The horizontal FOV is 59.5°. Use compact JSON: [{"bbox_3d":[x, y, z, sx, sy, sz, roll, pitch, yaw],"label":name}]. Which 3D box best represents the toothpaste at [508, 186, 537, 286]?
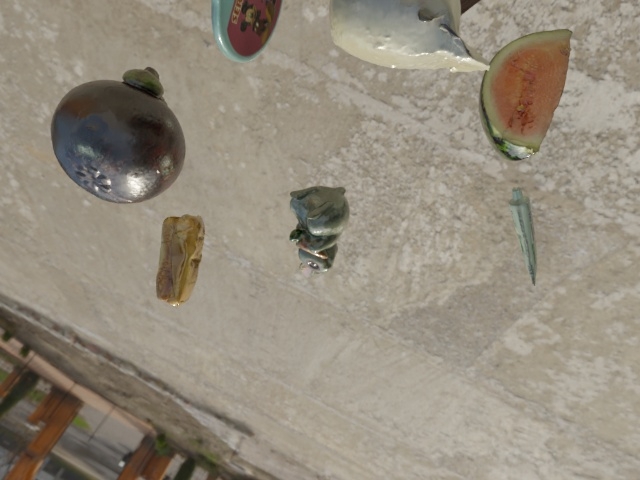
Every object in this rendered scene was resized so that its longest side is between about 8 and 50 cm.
[{"bbox_3d":[0.419,-0.010,1.139,0.041,0.064,0.218,-8,118,28],"label":"toothpaste"}]

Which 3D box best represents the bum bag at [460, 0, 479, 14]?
[{"bbox_3d":[0.278,-0.500,1.080,0.026,0.159,0.109,34,160,50],"label":"bum bag"}]

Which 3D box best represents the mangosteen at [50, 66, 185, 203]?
[{"bbox_3d":[-0.321,-0.169,0.916,0.216,0.216,0.216,20,146,14],"label":"mangosteen"}]

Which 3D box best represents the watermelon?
[{"bbox_3d":[0.384,-0.307,1.131,0.128,0.303,0.159,32,159,-22],"label":"watermelon"}]

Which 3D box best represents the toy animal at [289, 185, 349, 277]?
[{"bbox_3d":[0.004,0.001,1.133,0.108,0.138,0.236,47,156,46],"label":"toy animal"}]

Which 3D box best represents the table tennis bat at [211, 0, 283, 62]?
[{"bbox_3d":[-0.102,-0.295,0.651,0.040,0.153,0.244,21,-169,16],"label":"table tennis bat"}]

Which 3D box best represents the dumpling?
[{"bbox_3d":[0.107,-0.308,0.790,0.175,0.227,0.243,-23,87,16],"label":"dumpling"}]

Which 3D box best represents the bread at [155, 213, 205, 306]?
[{"bbox_3d":[-0.200,0.026,0.802,0.053,0.132,0.074,9,178,3],"label":"bread"}]
